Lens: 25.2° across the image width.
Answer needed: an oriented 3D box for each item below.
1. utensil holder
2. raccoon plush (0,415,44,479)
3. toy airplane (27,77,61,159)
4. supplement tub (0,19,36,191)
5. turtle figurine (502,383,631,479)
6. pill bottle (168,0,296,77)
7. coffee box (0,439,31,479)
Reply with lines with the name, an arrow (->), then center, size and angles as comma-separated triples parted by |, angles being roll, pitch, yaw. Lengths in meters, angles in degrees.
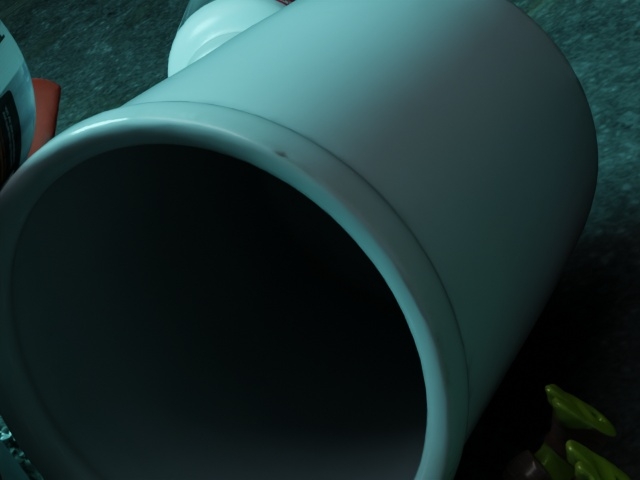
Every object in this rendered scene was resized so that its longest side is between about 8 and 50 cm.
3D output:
utensil holder -> 0.000, 0.000, 1.007 | 0.328, 0.327, 0.385 | -14, 19, 30
raccoon plush -> -0.259, 0.224, 1.182 | 0.216, 0.299, 0.446 | -85, 20, -45
toy airplane -> -0.443, -0.025, 1.611 | 0.386, 0.272, 0.384 | -53, 9, 6
supplement tub -> -0.313, -0.019, 0.838 | 0.207, 0.207, 0.338 | -20, 27, 21
turtle figurine -> 0.100, 0.204, 0.880 | 0.217, 0.087, 0.269 | -48, 5, 19
pill bottle -> -0.080, -0.209, 1.634 | 0.176, 0.176, 0.318 | -25, 22, 12
coffee box -> -0.308, 0.312, 0.856 | 0.338, 0.334, 0.337 | -29, 27, -1
